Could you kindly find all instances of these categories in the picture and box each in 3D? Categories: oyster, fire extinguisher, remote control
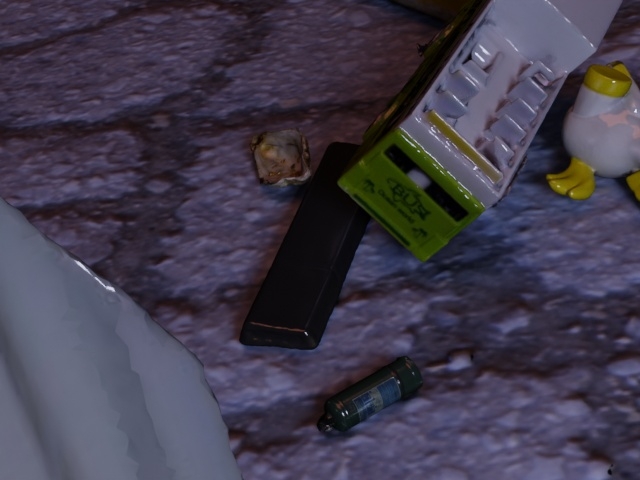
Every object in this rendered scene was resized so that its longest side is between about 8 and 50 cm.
[{"bbox_3d":[-0.031,-0.069,1.167,0.051,0.034,0.093,-27,38,8],"label":"oyster"},{"bbox_3d":[0.027,0.106,0.917,0.083,0.025,0.038,-28,2,-25],"label":"fire extinguisher"},{"bbox_3d":[0.000,0.000,1.072,0.063,0.025,0.245,6,38,14],"label":"remote control"}]

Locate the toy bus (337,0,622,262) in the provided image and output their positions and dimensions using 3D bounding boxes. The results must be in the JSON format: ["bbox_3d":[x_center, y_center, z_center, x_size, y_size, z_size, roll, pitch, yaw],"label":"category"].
[{"bbox_3d":[0.131,-0.119,1.086,0.113,0.139,0.301,42,44,-7],"label":"toy bus"}]

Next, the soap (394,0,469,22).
[{"bbox_3d":[0.138,-0.370,1.455,0.293,0.156,0.335,-34,41,-24],"label":"soap"}]

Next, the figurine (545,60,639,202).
[{"bbox_3d":[0.271,-0.070,1.068,0.178,0.109,0.129,14,68,29],"label":"figurine"}]

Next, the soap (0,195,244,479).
[{"bbox_3d":[-0.209,0.156,0.548,0.350,0.435,0.213,-31,35,-22],"label":"soap"}]
